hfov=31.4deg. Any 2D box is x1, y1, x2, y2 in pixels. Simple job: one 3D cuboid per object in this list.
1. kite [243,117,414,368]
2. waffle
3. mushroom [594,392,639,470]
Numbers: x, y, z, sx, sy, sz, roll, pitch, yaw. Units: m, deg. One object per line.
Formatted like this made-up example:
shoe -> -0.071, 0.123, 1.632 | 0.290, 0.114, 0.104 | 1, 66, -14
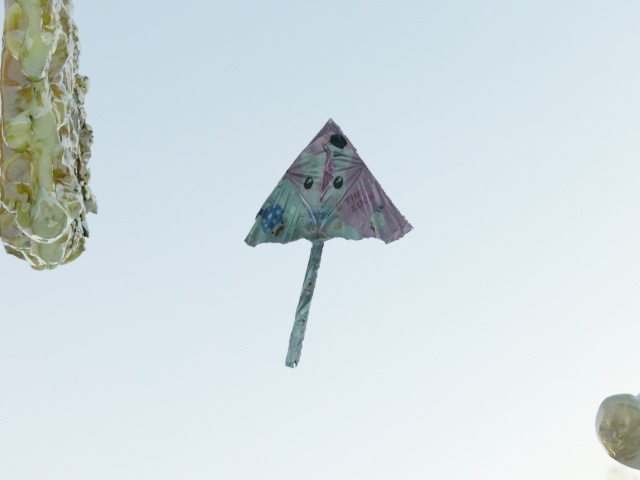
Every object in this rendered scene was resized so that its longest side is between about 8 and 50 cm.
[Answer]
kite -> 0.000, 0.000, 0.675 | 0.137, 0.152, 0.005 | -5, -13, 43
waffle -> -0.166, -0.100, 0.693 | 0.059, 0.237, 0.243 | 0, -1, -11
mushroom -> 0.405, 0.170, 1.243 | 0.247, 0.096, 0.108 | -28, -66, -33
